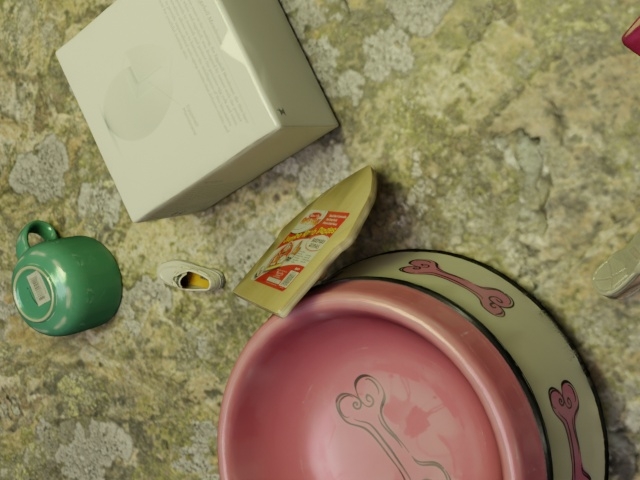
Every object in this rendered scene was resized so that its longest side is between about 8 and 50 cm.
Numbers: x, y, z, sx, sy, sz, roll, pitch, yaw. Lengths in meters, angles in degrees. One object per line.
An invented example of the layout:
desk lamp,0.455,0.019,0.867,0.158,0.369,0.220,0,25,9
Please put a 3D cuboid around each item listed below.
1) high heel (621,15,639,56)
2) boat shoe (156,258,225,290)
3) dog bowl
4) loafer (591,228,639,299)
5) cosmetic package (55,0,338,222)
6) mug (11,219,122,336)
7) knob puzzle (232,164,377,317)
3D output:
high heel,0.371,-0.302,0.648,0.181,0.127,0.377,16,109,15
boat shoe,-0.170,0.047,1.064,0.100,0.035,0.035,11,103,27
dog bowl,0.068,0.214,0.863,0.408,0.150,0.407,1,92,34
loafer,0.313,0.012,0.793,0.125,0.039,0.045,-41,44,25
cosmetic package,-0.139,-0.172,0.953,0.225,0.138,0.224,-29,83,31
mug,-0.357,0.058,1.134,0.158,0.097,0.129,22,108,24
knob puzzle,0.000,0.000,0.899,0.213,0.213,0.030,-37,109,28
